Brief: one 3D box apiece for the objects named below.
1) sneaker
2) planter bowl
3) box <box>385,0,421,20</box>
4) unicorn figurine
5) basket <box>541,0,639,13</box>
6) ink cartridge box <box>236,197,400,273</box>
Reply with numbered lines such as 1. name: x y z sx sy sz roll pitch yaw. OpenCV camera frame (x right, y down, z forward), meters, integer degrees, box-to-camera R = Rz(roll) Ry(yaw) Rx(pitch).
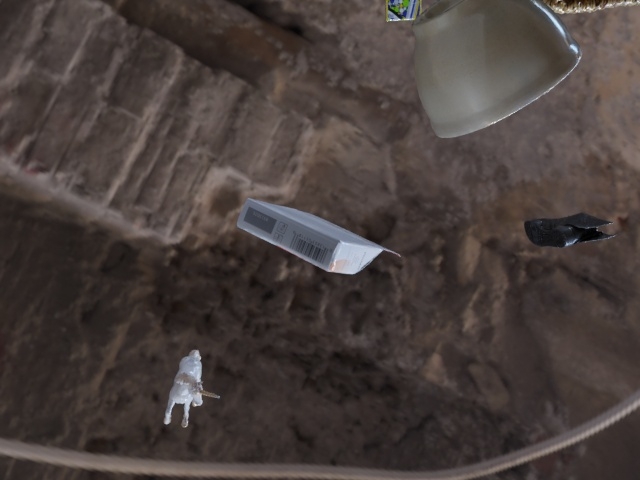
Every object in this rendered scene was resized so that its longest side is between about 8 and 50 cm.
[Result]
1. sneaker: 0.450 -0.020 1.772 0.089 0.051 0.170 -20 -166 -16
2. planter bowl: 0.156 -0.190 0.943 0.162 0.109 0.162 -30 -163 10
3. box: 0.131 -0.441 1.566 0.054 0.059 0.169 -83 170 -71
4. unicorn figurine: -0.195 0.218 1.430 0.162 0.060 0.111 -110 -150 -56
5. basket: 0.368 -0.456 1.342 0.213 0.299 0.223 42 -43 44
6. ink cartridge box: 0.000 0.000 1.224 0.145 0.179 0.045 26 -86 28
